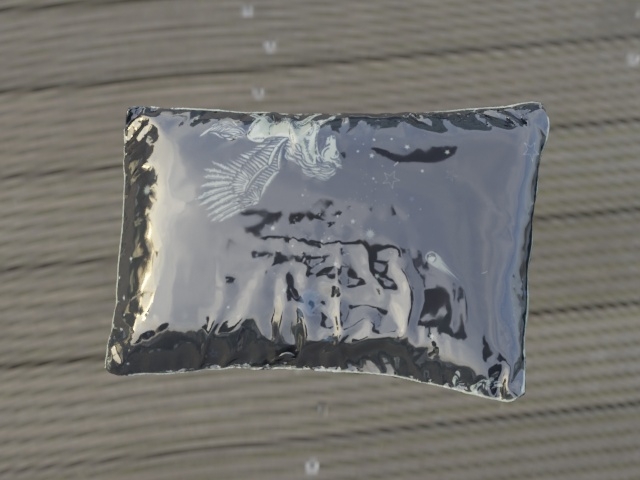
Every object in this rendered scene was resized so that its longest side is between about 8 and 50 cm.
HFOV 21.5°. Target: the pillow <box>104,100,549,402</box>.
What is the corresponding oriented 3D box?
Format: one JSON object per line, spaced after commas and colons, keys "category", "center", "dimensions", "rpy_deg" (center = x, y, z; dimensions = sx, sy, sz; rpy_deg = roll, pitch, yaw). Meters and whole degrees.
{"category": "pillow", "center": [0.000, 0.000, 0.794], "dimensions": [0.208, 0.055, 0.141], "rpy_deg": [3, 81, 17]}
